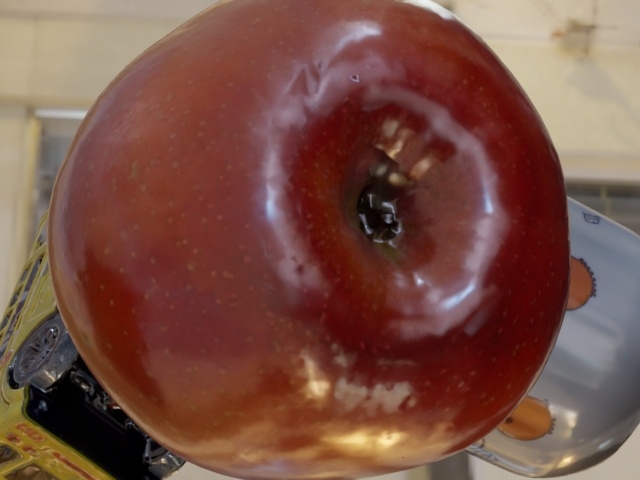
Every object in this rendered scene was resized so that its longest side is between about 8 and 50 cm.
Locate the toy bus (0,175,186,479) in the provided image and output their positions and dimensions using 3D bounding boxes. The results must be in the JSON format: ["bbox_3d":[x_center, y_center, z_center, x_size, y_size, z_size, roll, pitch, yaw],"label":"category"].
[{"bbox_3d":[-0.163,0.049,1.227,0.151,0.145,0.331,-28,-146,37],"label":"toy bus"}]

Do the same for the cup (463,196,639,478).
[{"bbox_3d":[0.090,0.034,1.170,0.212,0.317,0.212,-63,-174,13],"label":"cup"}]

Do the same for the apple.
[{"bbox_3d":[0.000,0.000,0.798,0.216,0.260,0.260,155,-62,-65],"label":"apple"}]
